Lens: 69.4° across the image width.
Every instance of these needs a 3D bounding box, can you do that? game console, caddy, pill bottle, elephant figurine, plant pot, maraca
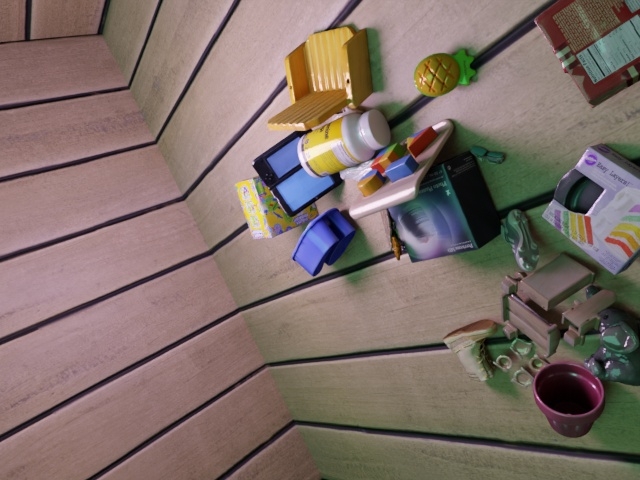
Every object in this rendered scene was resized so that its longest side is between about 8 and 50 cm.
[{"bbox_3d":[-0.092,-0.290,1.938,0.173,0.293,0.250,53,178,38],"label":"game console"},{"bbox_3d":[0.000,0.000,2.070,0.179,0.241,0.341,46,140,15],"label":"caddy"},{"bbox_3d":[0.089,-0.370,1.759,0.334,0.188,0.187,-15,99,39],"label":"pill bottle"},{"bbox_3d":[0.842,0.271,1.299,0.186,0.169,0.239,8,104,16],"label":"elephant figurine"},{"bbox_3d":[0.794,0.524,1.477,0.201,0.201,0.180,16,139,45],"label":"plant pot"},{"bbox_3d":[0.380,-0.515,1.424,0.186,0.099,0.127,-7,109,25],"label":"maraca"}]

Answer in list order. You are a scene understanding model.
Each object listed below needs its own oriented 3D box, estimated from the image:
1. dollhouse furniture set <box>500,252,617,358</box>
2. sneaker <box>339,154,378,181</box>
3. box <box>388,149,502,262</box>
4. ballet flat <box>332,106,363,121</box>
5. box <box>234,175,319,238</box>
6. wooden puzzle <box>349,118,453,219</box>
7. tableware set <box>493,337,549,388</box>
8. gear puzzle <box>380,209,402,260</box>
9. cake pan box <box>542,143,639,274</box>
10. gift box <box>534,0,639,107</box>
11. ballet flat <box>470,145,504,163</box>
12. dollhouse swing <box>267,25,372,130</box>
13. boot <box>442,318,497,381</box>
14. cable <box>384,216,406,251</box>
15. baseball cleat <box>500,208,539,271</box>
[{"bbox_3d":[0.733,0.237,1.429,0.303,0.174,0.355,49,165,48],"label":"dollhouse furniture set"},{"bbox_3d":[0.169,-0.258,1.838,0.232,0.090,0.115,-7,109,53],"label":"sneaker"},{"bbox_3d":[0.406,-0.104,1.565,0.296,0.183,0.293,-19,97,54],"label":"box"},{"bbox_3d":[0.099,-0.498,1.806,0.168,0.057,0.052,-2,98,50],"label":"ballet flat"},{"bbox_3d":[-0.200,-0.185,2.156,0.177,0.290,0.279,-3,107,51],"label":"box"},{"bbox_3d":[0.253,-0.249,1.544,0.080,0.347,0.322,43,148,-20],"label":"wooden puzzle"},{"bbox_3d":[0.706,0.432,1.621,0.141,0.020,0.168,40,120,19],"label":"tableware set"},{"bbox_3d":[0.262,-0.069,1.714,0.175,0.044,0.338,76,-176,-46],"label":"gear puzzle"},{"bbox_3d":[0.752,-0.086,1.215,0.266,0.070,0.245,54,143,34],"label":"cake pan box"},{"bbox_3d":[0.661,-0.449,0.997,0.276,0.258,0.255,-27,87,34],"label":"gift box"},{"bbox_3d":[0.520,-0.263,1.450,0.114,0.041,0.041,28,131,39],"label":"ballet flat"},{"bbox_3d":[-0.043,-0.595,1.711,0.347,0.305,0.315,15,122,47],"label":"dollhouse swing"},{"bbox_3d":[0.595,0.413,1.715,0.203,0.095,0.262,58,145,8],"label":"boot"},{"bbox_3d":[0.335,-0.028,1.816,0.185,0.047,0.150,5,110,52],"label":"cable"},{"bbox_3d":[0.615,0.009,1.430,0.109,0.072,0.205,101,171,-67],"label":"baseball cleat"}]
